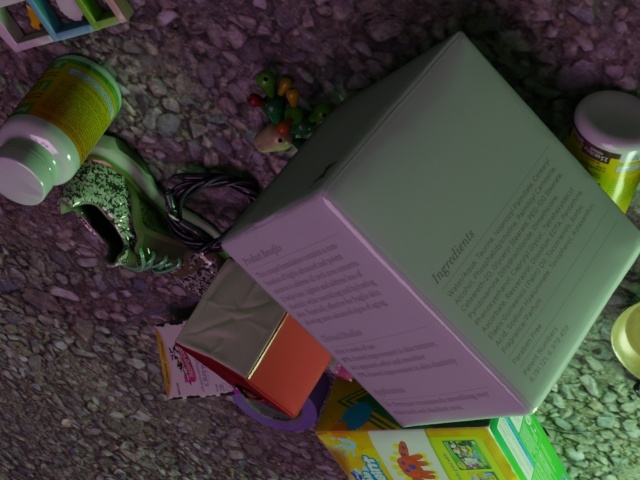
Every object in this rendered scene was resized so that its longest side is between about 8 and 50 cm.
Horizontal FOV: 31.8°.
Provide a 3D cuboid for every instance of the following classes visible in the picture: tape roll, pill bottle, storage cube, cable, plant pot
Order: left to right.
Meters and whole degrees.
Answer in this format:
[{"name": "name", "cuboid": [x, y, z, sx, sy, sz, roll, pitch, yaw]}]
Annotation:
[{"name": "pill bottle", "cuboid": [-0.433, -0.176, 1.814, 0.136, 0.245, 0.136, 14, 139, 13]}, {"name": "cable", "cuboid": [-0.179, -0.047, 1.942, 0.185, 0.047, 0.150, 1, 111, 5]}, {"name": "storage cube", "cuboid": [-0.104, 0.170, 2.004, 0.184, 0.215, 0.193, 23, 165, 36]}, {"name": "tape roll", "cuboid": [-0.084, 0.302, 2.294, 0.189, 0.080, 0.189, 15, 139, 13]}, {"name": "pill bottle", "cuboid": [0.390, -0.098, 1.579, 0.117, 0.117, 0.215, 17, 140, 9]}, {"name": "plant pot", "cuboid": [0.575, 0.157, 1.754, 0.236, 0.032, 0.236, 14, 139, 13]}]

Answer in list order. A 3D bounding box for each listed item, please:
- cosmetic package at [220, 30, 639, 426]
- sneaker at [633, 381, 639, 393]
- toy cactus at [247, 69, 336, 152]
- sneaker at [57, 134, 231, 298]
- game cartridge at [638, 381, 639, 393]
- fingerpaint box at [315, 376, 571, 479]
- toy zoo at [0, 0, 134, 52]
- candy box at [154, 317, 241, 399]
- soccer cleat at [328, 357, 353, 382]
[{"name": "cosmetic package", "cuboid": [0.149, 0.002, 1.535, 0.393, 0.327, 0.329, 46, 154, -12]}, {"name": "sneaker", "cuboid": [0.583, 0.274, 1.958, 0.083, 0.031, 0.035, 20, 141, 6]}, {"name": "toy cactus", "cuboid": [-0.041, -0.166, 1.753, 0.219, 0.112, 0.180, 36, 150, -26]}, {"name": "sneaker", "cuboid": [-0.323, 0.006, 2.009, 0.158, 0.182, 0.410, -24, 121, 42]}, {"name": "game cartridge", "cuboid": [0.648, 0.186, 1.813, 0.198, 0.062, 0.297, 13, 139, 7]}, {"name": "fingerpaint box", "cuboid": [0.261, 0.446, 2.211, 0.371, 0.163, 0.444, -9, 130, 33]}, {"name": "toy zoo", "cuboid": [-0.455, -0.395, 1.753, 0.293, 0.030, 0.192, -6, 131, 32]}, {"name": "candy box", "cuboid": [-0.211, 0.226, 2.220, 0.233, 0.071, 0.159, -11, 89, 36]}, {"name": "soccer cleat", "cuboid": [0.143, 0.164, 2.020, 0.331, 0.116, 0.143, -12, 112, 34]}]
